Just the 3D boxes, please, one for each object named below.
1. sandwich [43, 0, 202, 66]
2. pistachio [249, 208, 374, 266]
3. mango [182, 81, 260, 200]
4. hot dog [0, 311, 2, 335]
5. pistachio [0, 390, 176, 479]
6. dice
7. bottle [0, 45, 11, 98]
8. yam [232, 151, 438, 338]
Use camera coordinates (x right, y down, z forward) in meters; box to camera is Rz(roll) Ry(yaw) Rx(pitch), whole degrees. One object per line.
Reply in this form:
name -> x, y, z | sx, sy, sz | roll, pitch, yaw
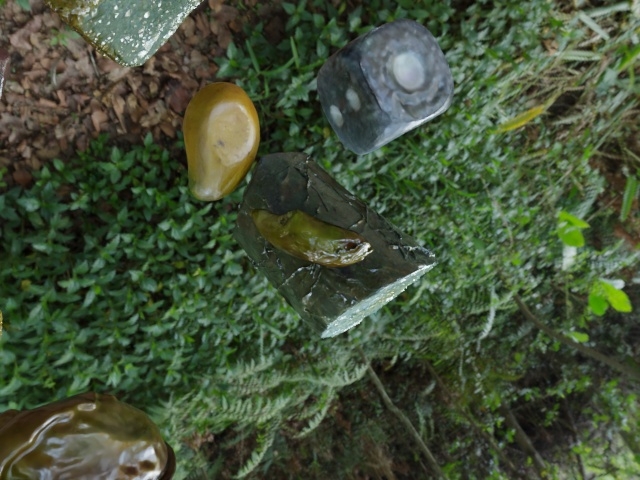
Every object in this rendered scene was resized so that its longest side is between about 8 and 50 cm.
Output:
sandwich -> -0.242, -0.398, 0.732 | 0.301, 0.099, 0.271 | -48, -179, 2
pistachio -> -0.022, -0.001, 0.603 | 0.049, 0.173, 0.089 | -67, 150, -16
mango -> -0.139, -0.140, 0.722 | 0.115, 0.089, 0.164 | -17, 112, -39
hot dog -> -0.208, 0.093, 0.252 | 0.083, 0.289, 0.068 | -24, 112, -19
pistachio -> -0.239, 0.216, 0.507 | 0.210, 0.165, 0.130 | 22, 104, -48
dice -> 0.114, -0.274, 0.916 | 0.182, 0.181, 0.183 | -29, -175, -21
bottle -> -0.552, -0.244, 0.756 | 0.156, 0.271, 0.143 | -10, 131, -10
yam -> -0.004, 0.003, 0.768 | 0.202, 0.271, 0.202 | -22, 157, -39
